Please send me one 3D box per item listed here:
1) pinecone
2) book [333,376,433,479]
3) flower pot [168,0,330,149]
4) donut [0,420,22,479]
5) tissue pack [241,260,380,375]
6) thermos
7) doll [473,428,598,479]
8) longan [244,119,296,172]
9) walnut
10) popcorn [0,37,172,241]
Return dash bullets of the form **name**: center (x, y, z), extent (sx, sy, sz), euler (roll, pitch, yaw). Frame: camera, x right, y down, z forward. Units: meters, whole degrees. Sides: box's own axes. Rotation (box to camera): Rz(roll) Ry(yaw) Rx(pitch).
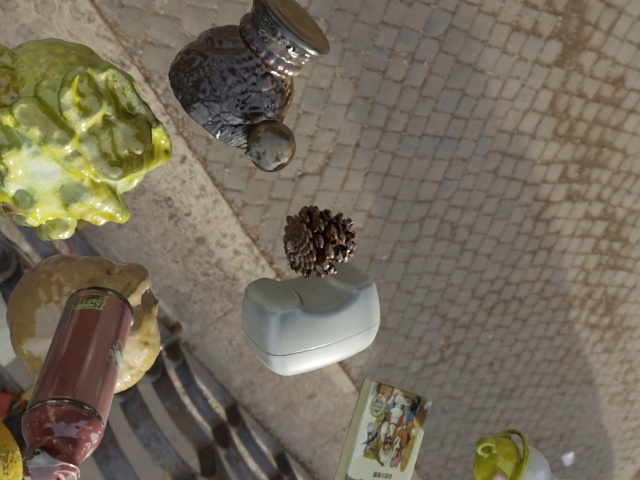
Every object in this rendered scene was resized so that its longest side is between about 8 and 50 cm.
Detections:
- **pinecone**: center (0.000, 0.000, 1.486), extent (0.173, 0.173, 0.173), euler (-15, 128, -19)
- **book**: center (0.100, 0.379, 1.197), extent (0.202, 0.027, 0.264), euler (28, 76, -47)
- **flower pot**: center (-0.137, -0.367, 1.456), extent (0.266, 0.266, 0.267), euler (25, 123, -39)
- **donut**: center (-0.396, 0.255, 0.785), extent (0.058, 0.152, 0.152), euler (-20, 141, -62)
- **tissue pack**: center (-0.022, 0.205, 1.784), extent (0.333, 0.229, 0.236), euler (-15, 116, -26)
- **thermos**: center (-0.358, 0.222, 1.014), extent (0.109, 0.330, 0.136), euler (26, 121, -20)
- **doll**: center (0.217, 0.256, 0.687), extent (0.129, 0.081, 0.207), euler (-36, 110, 22)
- **longan**: center (-0.101, -0.186, 1.387), extent (0.113, 0.092, 0.113), euler (-25, 131, -32)
- **walnut**: center (-0.549, 0.186, 1.650), extent (0.383, 0.383, 0.383), euler (-15, 128, -19)
- **popcorn**: center (-0.374, -0.146, 1.036), extent (0.312, 0.312, 0.312), euler (-15, 128, -19)
